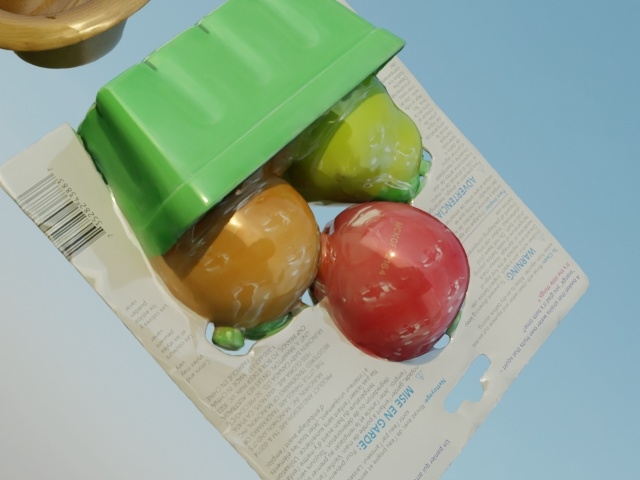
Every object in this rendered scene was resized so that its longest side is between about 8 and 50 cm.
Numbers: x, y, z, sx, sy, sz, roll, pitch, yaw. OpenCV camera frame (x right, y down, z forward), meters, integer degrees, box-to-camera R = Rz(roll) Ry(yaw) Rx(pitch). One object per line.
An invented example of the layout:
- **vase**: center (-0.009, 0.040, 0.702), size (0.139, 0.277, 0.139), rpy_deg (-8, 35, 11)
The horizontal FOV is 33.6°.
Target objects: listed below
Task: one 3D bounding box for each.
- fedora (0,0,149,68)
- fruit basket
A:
- **fedora**: center (-0.217, -0.206, 0.903), size (0.194, 0.194, 0.079), rpy_deg (38, -29, 27)
- **fruit basket**: center (0.000, 0.000, 0.769), size (0.353, 0.327, 0.165), rpy_deg (51, -33, -8)
